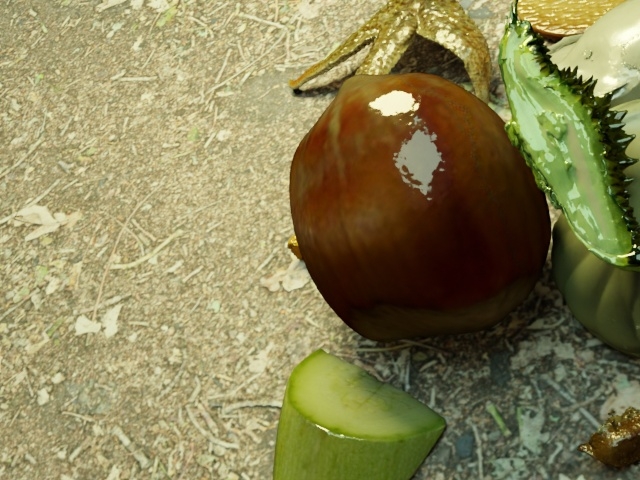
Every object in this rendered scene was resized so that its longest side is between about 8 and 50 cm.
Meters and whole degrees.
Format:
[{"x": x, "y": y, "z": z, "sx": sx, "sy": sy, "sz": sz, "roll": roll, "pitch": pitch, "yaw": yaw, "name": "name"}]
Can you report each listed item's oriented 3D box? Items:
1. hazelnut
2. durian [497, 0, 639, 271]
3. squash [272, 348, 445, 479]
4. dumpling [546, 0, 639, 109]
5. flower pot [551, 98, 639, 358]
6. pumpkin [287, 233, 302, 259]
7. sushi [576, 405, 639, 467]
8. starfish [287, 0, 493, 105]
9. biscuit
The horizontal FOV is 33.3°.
[{"x": 0.127, "y": -0.037, "z": 1.399, "sx": 0.365, "sy": 0.366, "sz": 0.366, "roll": -14, "pitch": 50, "yaw": 17, "name": "hazelnut"}, {"x": 0.281, "y": -0.124, "z": 1.207, "sx": 0.132, "sy": 0.106, "sz": 0.375, "roll": -29, "pitch": 68, "yaw": 18, "name": "durian"}, {"x": 0.017, "y": 0.284, "z": 1.426, "sx": 0.236, "sy": 0.155, "sz": 0.204, "roll": 23, "pitch": 31, "yaw": 39, "name": "squash"}, {"x": 0.460, "y": -0.260, "z": 1.439, "sx": 0.341, "sy": 0.181, "sz": 0.260, "roll": -37, "pitch": 24, "yaw": 12, "name": "dumpling"}, {"x": 0.423, "y": -0.027, "z": 1.309, "sx": 0.307, "sy": 0.244, "sz": 0.308, "roll": -13, "pitch": 50, "yaw": 16, "name": "flower pot"}, {"x": 0.000, "y": 0.000, "z": 1.629, "sx": 0.074, "sy": 0.054, "sz": 0.083, "roll": -49, "pitch": 28, "yaw": -19, "name": "pumpkin"}, {"x": 0.363, "y": 0.229, "z": 1.270, "sx": 0.117, "sy": 0.062, "sz": 0.060, "roll": -15, "pitch": 38, "yaw": -11, "name": "sushi"}, {"x": 0.138, "y": -0.329, "z": 1.776, "sx": 0.383, "sy": 0.132, "sz": 0.398, "roll": -38, "pitch": 44, "yaw": 2, "name": "starfish"}, {"x": 0.419, "y": -0.377, "z": 1.721, "sx": 0.224, "sy": 0.033, "sz": 0.145, "roll": -1, "pitch": 57, "yaw": 26, "name": "biscuit"}]
